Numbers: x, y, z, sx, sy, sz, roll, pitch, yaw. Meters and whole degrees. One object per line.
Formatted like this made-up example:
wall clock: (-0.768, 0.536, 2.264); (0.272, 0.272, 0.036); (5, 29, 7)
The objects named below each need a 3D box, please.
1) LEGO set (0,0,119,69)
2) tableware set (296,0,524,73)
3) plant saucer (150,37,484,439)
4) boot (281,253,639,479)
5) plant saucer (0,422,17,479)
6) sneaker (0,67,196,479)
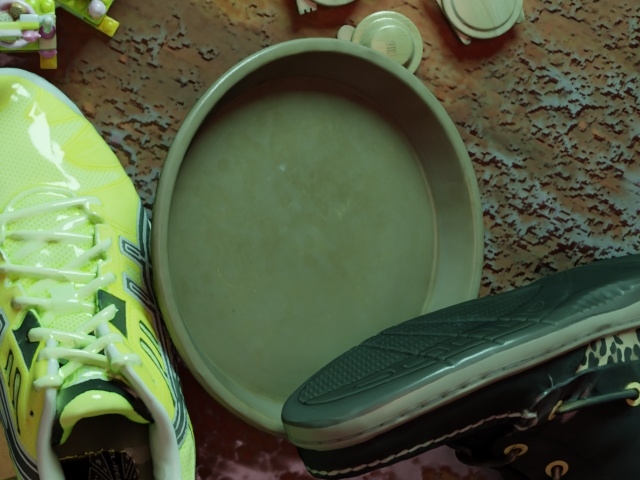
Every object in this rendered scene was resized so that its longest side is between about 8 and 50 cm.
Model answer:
LEGO set: (-0.183, -0.188, 0.882); (0.287, 0.107, 0.132); (-25, 97, -9)
tableware set: (0.063, -0.193, 0.978); (0.169, 0.020, 0.141); (-30, 99, -9)
plant saucer: (0.000, 0.000, 0.918); (0.278, 0.041, 0.278); (0, 90, -35)
boot: (0.163, 0.177, 0.926); (0.377, 0.138, 0.284); (-17, 100, -36)
plant saucer: (-0.209, 0.197, 0.931); (0.241, 0.037, 0.241); (-1, 93, -11)
sneaker: (-0.149, 0.061, 0.857); (0.145, 0.147, 0.384); (-17, 82, -17)
